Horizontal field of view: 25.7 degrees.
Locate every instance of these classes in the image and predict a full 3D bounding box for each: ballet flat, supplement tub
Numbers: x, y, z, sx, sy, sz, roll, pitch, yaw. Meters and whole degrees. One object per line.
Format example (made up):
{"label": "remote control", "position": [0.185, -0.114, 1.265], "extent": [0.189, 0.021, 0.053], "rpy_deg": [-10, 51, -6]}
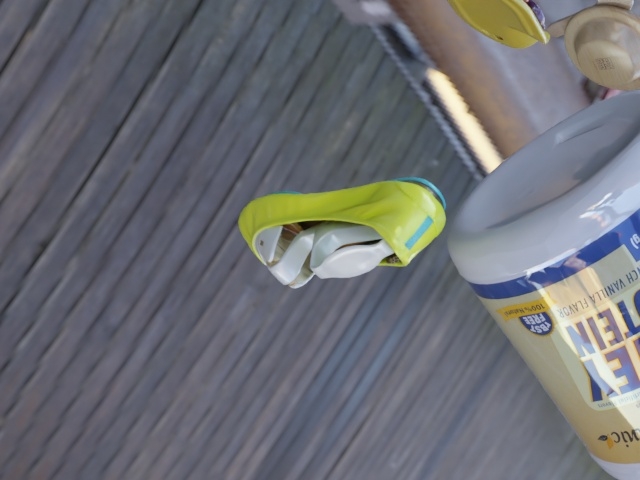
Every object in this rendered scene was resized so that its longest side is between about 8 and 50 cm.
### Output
{"label": "ballet flat", "position": [0.000, 0.000, 1.119], "extent": [0.077, 0.231, 0.077], "rpy_deg": [47, 55, -28]}
{"label": "supplement tub", "position": [0.279, 0.060, 1.167], "extent": [0.228, 0.228, 0.316], "rpy_deg": [-44, 106, -26]}

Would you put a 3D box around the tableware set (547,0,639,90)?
{"label": "tableware set", "position": [0.200, -0.085, 0.718], "extent": [0.141, 0.168, 0.020], "rpy_deg": [-28, -156, 53]}

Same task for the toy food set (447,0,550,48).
{"label": "toy food set", "position": [0.206, -0.300, 1.627], "extent": [0.071, 0.128, 0.218], "rpy_deg": [-62, 151, -7]}
